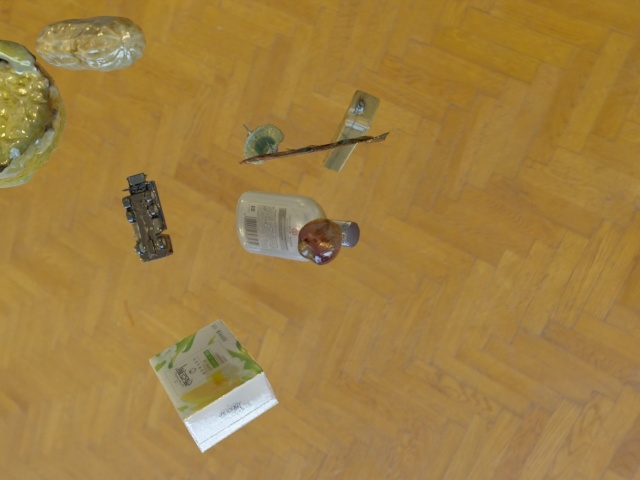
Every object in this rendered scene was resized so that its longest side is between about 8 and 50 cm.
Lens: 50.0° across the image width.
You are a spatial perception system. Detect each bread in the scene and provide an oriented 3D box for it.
[{"bbox_3d":[-0.413,-0.161,0.862,0.171,0.197,0.197,8,105,60],"label":"bread"}]

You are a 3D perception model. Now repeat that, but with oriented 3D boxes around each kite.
[{"bbox_3d":[-0.023,-0.102,0.776,0.232,0.189,0.009,-1,102,47],"label":"kite"}]

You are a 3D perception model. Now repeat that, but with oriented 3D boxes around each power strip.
[{"bbox_3d":[0.049,-0.181,1.169,0.044,0.305,0.064,22,78,-3],"label":"power strip"}]

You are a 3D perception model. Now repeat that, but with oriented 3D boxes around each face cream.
[{"bbox_3d":[-0.053,-0.029,1.434,0.291,0.071,0.143,6,107,37],"label":"face cream"}]

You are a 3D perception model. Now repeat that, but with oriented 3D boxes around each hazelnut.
[{"bbox_3d":[0.000,0.000,1.166,0.087,0.086,0.086,6,102,29],"label":"hazelnut"}]

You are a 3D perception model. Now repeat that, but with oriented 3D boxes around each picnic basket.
[{"bbox_3d":[-0.107,-0.178,1.250,0.083,0.083,0.065,-47,68,1],"label":"picnic basket"}]

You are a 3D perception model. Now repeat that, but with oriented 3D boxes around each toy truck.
[{"bbox_3d":[-0.399,-0.053,1.579,0.074,0.088,0.201,-15,90,6],"label":"toy truck"}]

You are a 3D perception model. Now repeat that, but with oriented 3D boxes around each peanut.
[{"bbox_3d":[-0.375,-0.316,1.116,0.194,0.083,0.093,-1,58,14],"label":"peanut"}]

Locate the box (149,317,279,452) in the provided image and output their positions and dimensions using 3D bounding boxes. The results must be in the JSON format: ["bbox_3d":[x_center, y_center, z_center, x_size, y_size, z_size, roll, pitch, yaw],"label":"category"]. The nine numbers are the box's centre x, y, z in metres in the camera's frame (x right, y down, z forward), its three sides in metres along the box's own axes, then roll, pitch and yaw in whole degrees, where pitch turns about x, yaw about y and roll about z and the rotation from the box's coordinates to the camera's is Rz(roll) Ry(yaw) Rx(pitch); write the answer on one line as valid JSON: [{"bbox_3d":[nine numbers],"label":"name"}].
[{"bbox_3d":[-0.240,0.311,1.521,0.260,0.195,0.111,37,152,51],"label":"box"}]
